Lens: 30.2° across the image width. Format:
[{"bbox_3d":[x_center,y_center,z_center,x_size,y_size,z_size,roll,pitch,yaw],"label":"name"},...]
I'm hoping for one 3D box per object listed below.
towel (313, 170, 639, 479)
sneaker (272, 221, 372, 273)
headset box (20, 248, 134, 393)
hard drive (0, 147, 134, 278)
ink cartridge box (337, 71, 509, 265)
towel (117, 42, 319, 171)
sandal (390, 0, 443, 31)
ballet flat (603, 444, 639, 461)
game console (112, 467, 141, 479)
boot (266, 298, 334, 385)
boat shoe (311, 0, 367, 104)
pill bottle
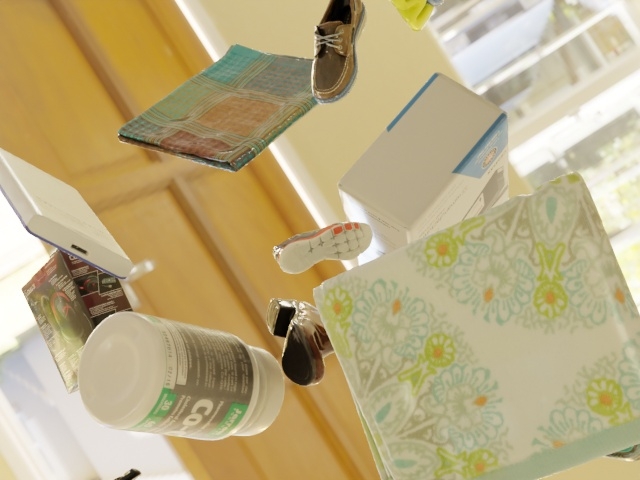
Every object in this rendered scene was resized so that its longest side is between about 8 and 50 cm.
[{"bbox_3d":[0.200,0.135,1.433,0.374,0.321,0.090,-24,174,23],"label":"towel"},{"bbox_3d":[0.000,0.000,1.753,0.158,0.061,0.065,-14,-157,-23],"label":"sneaker"},{"bbox_3d":[-0.514,0.150,2.547,0.110,0.293,0.218,-18,167,-43],"label":"headset box"},{"bbox_3d":[-0.469,-0.054,2.087,0.040,0.210,0.318,-54,-142,5],"label":"hard drive"},{"bbox_3d":[0.201,-0.067,2.166,0.285,0.166,0.395,-49,156,-15],"label":"ink cartridge box"},{"bbox_3d":[-0.150,-0.248,2.129,0.271,0.040,0.370,15,-140,29],"label":"towel"},{"bbox_3d":[0.090,-0.384,1.393,0.138,0.126,0.317,-34,148,12],"label":"sandal"},{"bbox_3d":[0.482,0.350,2.061,0.070,0.070,0.188,-31,-156,-35],"label":"ballet flat"},{"bbox_3d":[-0.493,0.553,2.348,0.361,0.044,0.213,-30,176,-44],"label":"game console"},{"bbox_3d":[0.058,0.203,2.235,0.280,0.096,0.264,9,-165,-20],"label":"boot"},{"bbox_3d":[0.016,-0.272,1.629,0.066,0.183,0.066,-2,148,21],"label":"boat shoe"},{"bbox_3d":[-0.241,0.253,2.144,0.204,0.204,0.361,-33,150,27],"label":"pill bottle"}]
